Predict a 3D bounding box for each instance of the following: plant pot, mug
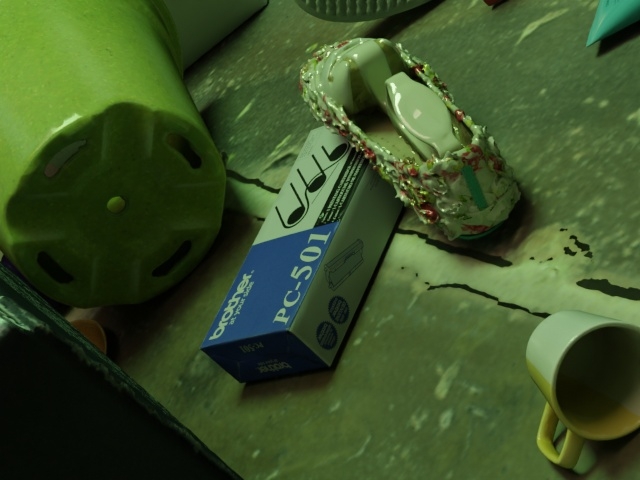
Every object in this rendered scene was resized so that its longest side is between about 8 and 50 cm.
[{"bbox_3d":[-0.203,-0.078,1.343,0.276,0.276,0.254,-45,39,3],"label":"plant pot"},{"bbox_3d":[0.131,0.069,0.839,0.078,0.062,0.064,-41,19,-3],"label":"mug"}]

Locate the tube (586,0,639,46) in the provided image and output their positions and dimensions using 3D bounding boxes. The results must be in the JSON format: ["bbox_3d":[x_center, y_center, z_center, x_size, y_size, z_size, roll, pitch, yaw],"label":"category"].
[{"bbox_3d":[0.254,-0.197,1.039,0.207,0.052,0.080,-28,27,42],"label":"tube"}]

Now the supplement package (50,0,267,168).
[{"bbox_3d":[-0.229,-0.248,1.621,0.293,0.177,0.175,-35,46,20],"label":"supplement package"}]

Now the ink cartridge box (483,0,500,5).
[{"bbox_3d":[0.153,-0.250,1.195,0.135,0.099,0.056,-25,33,34],"label":"ink cartridge box"}]

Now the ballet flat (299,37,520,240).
[{"bbox_3d":[0.053,-0.090,1.081,0.091,0.077,0.241,-34,44,-10],"label":"ballet flat"}]

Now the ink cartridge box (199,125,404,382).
[{"bbox_3d":[0.000,0.000,1.135,0.097,0.046,0.207,-15,41,47],"label":"ink cartridge box"}]

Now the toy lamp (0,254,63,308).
[{"bbox_3d":[-0.346,0.125,1.435,0.275,0.080,0.080,-46,27,3],"label":"toy lamp"}]

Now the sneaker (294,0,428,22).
[{"bbox_3d":[0.099,-0.287,1.339,0.282,0.102,0.161,-27,28,14],"label":"sneaker"}]

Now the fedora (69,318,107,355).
[{"bbox_3d":[-0.257,0.127,1.300,0.194,0.079,0.194,-35,29,22],"label":"fedora"}]

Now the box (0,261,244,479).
[{"bbox_3d":[-0.324,0.216,0.968,0.480,0.297,0.472,-50,35,-6],"label":"box"}]
